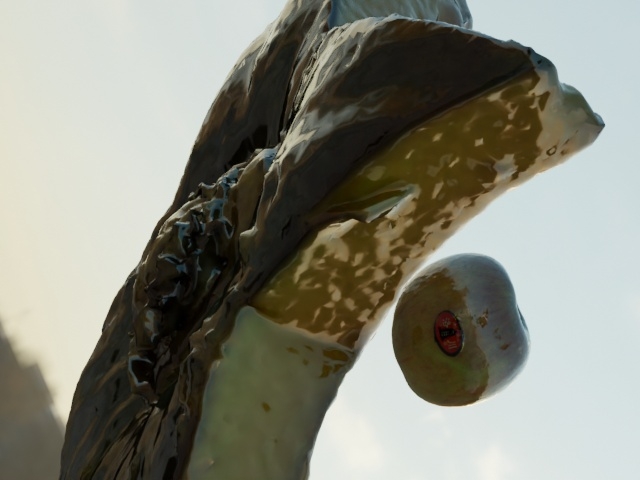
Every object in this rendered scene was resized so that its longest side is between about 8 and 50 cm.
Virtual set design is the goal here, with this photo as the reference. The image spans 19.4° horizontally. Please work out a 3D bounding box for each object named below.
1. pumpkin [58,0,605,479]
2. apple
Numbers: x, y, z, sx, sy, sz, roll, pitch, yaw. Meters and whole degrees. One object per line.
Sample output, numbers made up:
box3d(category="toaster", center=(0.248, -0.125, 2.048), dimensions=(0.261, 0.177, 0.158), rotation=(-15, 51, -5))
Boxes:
box3d(category="pumpkin", center=(-0.014, 0.012, 0.664), dimensions=(0.095, 0.258, 0.290), rotation=(28, 10, -14))
box3d(category="apple", center=(0.075, 0.048, 1.008), dimensions=(0.084, 0.071, 0.084), rotation=(-15, 90, -81))
